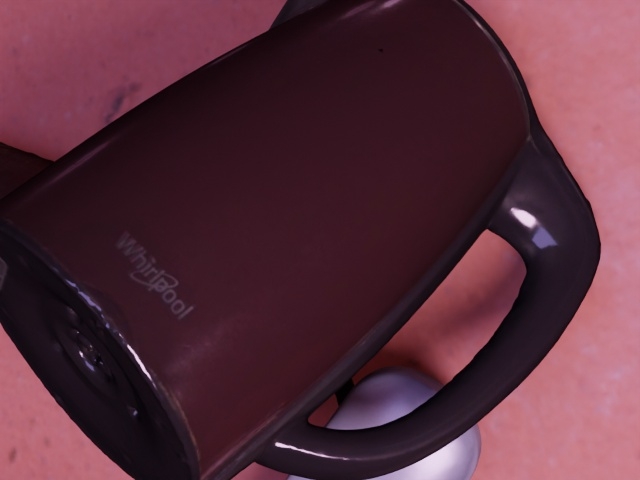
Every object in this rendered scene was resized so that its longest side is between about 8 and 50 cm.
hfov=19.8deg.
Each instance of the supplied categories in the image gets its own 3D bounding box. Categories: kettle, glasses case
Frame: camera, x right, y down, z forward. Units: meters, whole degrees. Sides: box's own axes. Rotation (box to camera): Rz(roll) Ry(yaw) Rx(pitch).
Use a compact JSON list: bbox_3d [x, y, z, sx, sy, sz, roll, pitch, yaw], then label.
[{"bbox_3d":[0.000,0.000,0.776,0.232,0.144,0.202,-39,81,-21],"label":"kettle"},{"bbox_3d":[0.006,0.137,0.848,0.067,0.045,0.178,37,106,6],"label":"glasses case"}]

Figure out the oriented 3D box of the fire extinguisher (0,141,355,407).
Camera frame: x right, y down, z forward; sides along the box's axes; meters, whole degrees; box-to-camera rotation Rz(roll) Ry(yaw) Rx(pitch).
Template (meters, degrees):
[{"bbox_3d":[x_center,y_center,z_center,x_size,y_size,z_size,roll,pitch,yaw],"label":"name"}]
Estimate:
[{"bbox_3d":[-0.095,0.018,0.908,0.267,0.072,0.089,19,131,28],"label":"fire extinguisher"}]
